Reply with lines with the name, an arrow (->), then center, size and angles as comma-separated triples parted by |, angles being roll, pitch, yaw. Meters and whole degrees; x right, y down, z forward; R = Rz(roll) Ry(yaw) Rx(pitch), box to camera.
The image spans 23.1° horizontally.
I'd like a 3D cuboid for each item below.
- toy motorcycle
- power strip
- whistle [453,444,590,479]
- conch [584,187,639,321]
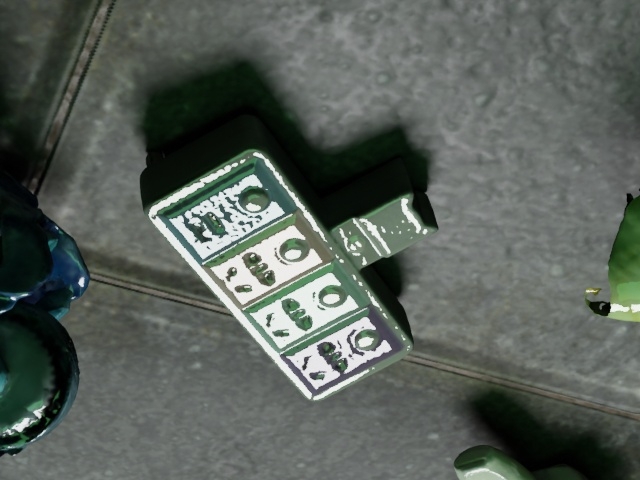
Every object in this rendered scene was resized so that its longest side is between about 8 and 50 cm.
toy motorcycle -> -0.275, 0.042, 0.938 | 0.260, 0.206, 0.154 | -10, 178, 4
power strip -> 0.000, 0.000, 0.998 | 0.145, 0.061, 0.215 | -27, 131, 13
whistle -> 0.179, 0.230, 1.199 | 0.110, 0.092, 0.244 | -19, 134, 29
conch -> 0.299, -0.013, 0.941 | 0.251, 0.137, 0.143 | 12, 121, 11
